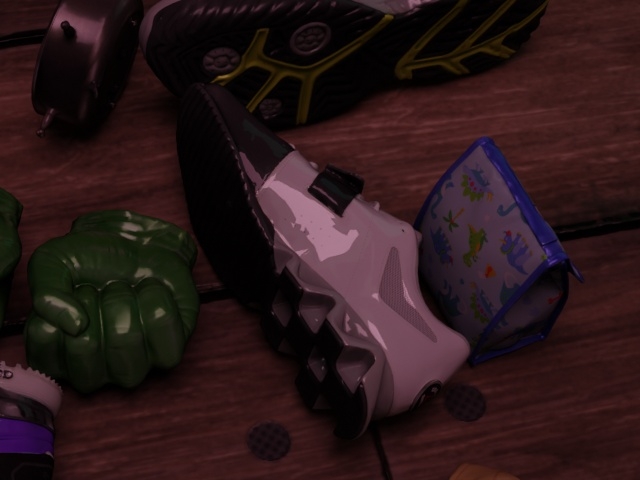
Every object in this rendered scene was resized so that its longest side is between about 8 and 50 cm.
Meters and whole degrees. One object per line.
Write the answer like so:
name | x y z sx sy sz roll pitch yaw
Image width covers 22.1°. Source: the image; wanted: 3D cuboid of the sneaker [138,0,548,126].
sneaker | 0.011 -0.209 1.472 0.385 0.145 0.147 -11 51 -27

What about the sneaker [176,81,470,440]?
sneaker | 0.000 0.000 1.347 0.146 0.122 0.330 -21 69 -30

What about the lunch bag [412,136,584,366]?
lunch bag | 0.145 0.006 1.336 0.096 0.151 0.129 -20 63 -20

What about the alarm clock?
alarm clock | -0.190 -0.169 1.413 0.064 0.129 0.192 19 30 1

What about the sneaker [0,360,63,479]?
sneaker | -0.338 0.161 1.189 0.293 0.102 0.146 2 59 -8

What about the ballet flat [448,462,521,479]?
ballet flat | 0.063 0.251 1.229 0.073 0.080 0.232 25 50 40

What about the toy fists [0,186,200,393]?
toy fists | -0.233 0.033 1.291 0.279 0.096 0.142 14 58 -2
